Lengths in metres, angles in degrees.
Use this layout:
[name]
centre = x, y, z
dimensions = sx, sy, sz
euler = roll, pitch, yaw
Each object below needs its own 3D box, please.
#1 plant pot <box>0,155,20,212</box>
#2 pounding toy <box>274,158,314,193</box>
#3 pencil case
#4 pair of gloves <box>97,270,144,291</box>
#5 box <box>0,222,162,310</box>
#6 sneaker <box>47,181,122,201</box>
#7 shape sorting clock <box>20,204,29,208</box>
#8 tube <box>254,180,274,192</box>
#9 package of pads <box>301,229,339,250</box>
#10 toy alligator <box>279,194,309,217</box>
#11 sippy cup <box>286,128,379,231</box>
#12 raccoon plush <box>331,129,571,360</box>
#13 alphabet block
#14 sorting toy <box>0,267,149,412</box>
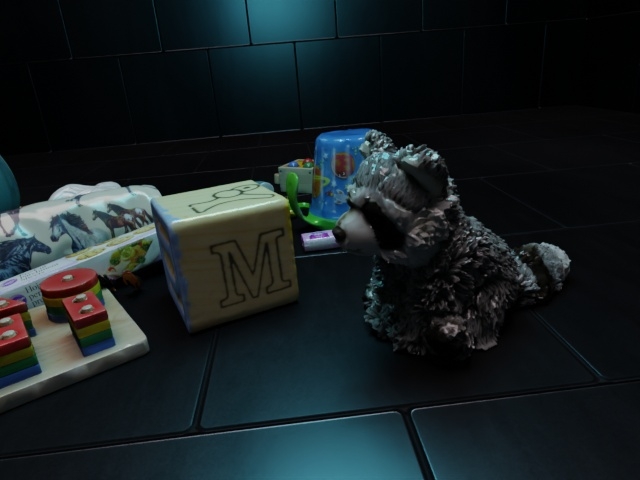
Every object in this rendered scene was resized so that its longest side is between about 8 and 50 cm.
[plant pot]
centre = -0.957, -0.067, 1.073
dimensions = 0.340, 0.342, 0.334
euler = -3, 29, 5
[pounding toy]
centre = -0.072, -0.231, 1.585
dimensions = 0.205, 0.094, 0.181
euler = 7, 24, 27
[pencil case]
centre = -0.510, -0.003, 1.004
dimensions = 0.410, 0.184, 0.160
euler = -18, -3, -33
[pair of gloves]
centre = -0.383, 0.077, 0.897
dimensions = 0.083, 0.074, 0.010
euler = -4, 59, -3
[box]
centre = -0.443, 0.051, 0.924
dimensions = 0.323, 0.063, 0.067
euler = -26, 28, -29
[sneaker]
centre = -0.724, -0.129, 1.476
dimensions = 0.232, 0.091, 0.115
euler = -21, 30, -34
[shape sorting clock]
centre = -0.929, -0.085, 1.465
dimensions = 0.206, 0.041, 0.206
euler = -4, 21, 1
[tube]
centre = -0.200, -0.172, 1.537
dimensions = 0.080, 0.052, 0.207
euler = -2, 13, -20
[package of pads]
centre = 0.000, 0.000, 1.057
dimensions = 0.083, 0.032, 0.050
euler = -8, 20, -7
[toy alligator]
centre = -0.124, -0.090, 1.286
dimensions = 0.189, 0.056, 0.051
euler = 1, -20, -1
[sippy cup]
centre = 0.077, -0.161, 1.193
dimensions = 0.239, 0.224, 0.305
euler = 7, 23, 26
[raccoon plush]
centre = 0.211, -0.032, 0.722
dimensions = 0.446, 0.300, 0.216
euler = -21, 26, -38
[alphabet block]
centre = -0.170, 0.016, 0.830
dimensions = 0.197, 0.194, 0.192
euler = -14, 24, -23
[sorting toy]
centre = -0.438, 0.133, 0.726
dimensions = 0.257, 0.090, 0.255
euler = -19, 25, -33
